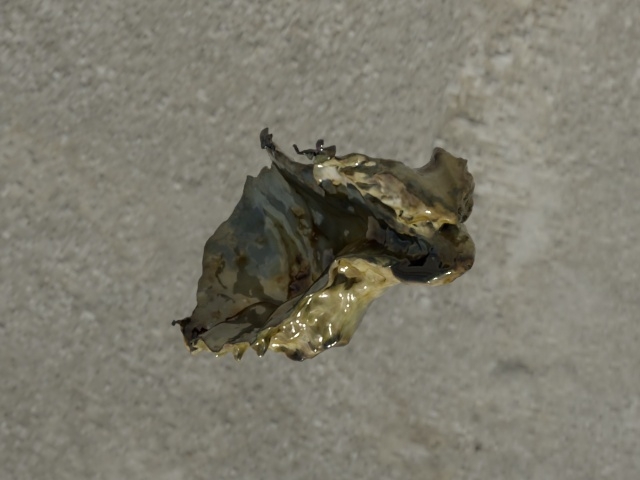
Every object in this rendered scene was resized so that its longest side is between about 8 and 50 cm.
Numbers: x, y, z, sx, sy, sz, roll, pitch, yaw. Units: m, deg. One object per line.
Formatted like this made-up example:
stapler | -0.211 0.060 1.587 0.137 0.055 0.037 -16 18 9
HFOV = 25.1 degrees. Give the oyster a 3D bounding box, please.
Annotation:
oyster | 0.002 -0.007 1.154 0.133 0.198 0.337 11 159 -30
